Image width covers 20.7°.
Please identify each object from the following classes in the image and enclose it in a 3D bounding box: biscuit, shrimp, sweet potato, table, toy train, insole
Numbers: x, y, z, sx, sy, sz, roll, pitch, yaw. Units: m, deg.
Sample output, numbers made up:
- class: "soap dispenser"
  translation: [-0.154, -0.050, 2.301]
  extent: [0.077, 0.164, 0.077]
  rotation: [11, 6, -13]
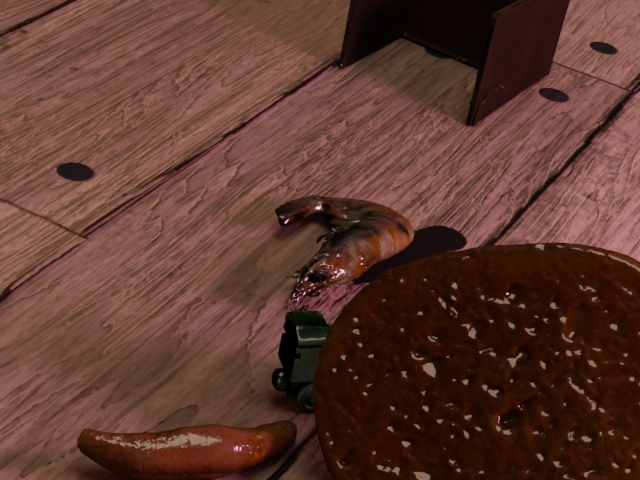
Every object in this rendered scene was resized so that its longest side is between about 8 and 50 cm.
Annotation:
- class: "biscuit"
  translation: [0.189, 0.169, 1.782]
  extent: [0.394, 0.070, 0.350]
  rotation: [1, 71, 11]
- class: "shrimp"
  translation: [0.000, 0.000, 2.170]
  extent: [0.169, 0.058, 0.296]
  rotation: [19, 26, 23]
- class: "sweet potato"
  translation: [-0.119, 0.212, 1.773]
  extent: [0.255, 0.058, 0.078]
  rotation: [-2, 12, -31]
- class: "table"
  translation: [0.212, -0.345, 2.693]
  extent: [0.251, 0.196, 0.282]
  rotation: [27, 34, 22]
- class: "toy train"
  translation: [0.033, 0.131, 1.910]
  extent: [0.171, 0.111, 0.071]
  rotation: [-1, 35, -19]
- class: "insole"
  translation: [0.100, 0.016, 2.233]
  extent: [0.232, 0.003, 0.080]
  rotation: [-19, 43, -42]
